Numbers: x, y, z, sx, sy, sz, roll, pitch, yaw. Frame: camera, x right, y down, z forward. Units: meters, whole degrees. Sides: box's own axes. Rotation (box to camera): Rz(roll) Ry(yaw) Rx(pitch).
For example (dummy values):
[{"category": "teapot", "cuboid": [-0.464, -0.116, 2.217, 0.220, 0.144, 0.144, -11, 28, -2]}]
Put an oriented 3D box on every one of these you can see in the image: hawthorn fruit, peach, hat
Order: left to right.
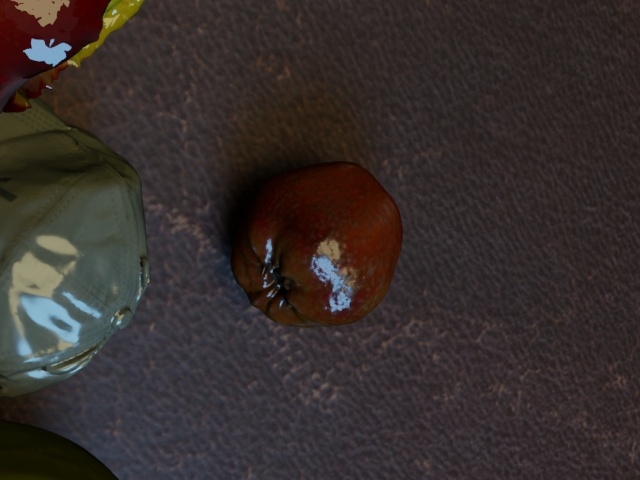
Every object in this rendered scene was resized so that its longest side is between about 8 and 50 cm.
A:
[{"category": "hat", "cuboid": [-0.242, -0.016, 0.842, 0.245, 0.149, 0.214, 38, 77, -43]}, {"category": "peach", "cuboid": [-0.179, -0.176, 0.813, 0.226, 0.196, 0.189, 2, 119, -35]}, {"category": "hawthorn fruit", "cuboid": [0.000, 0.000, 1.007, 0.138, 0.133, 0.132, -40, 119, -39]}]

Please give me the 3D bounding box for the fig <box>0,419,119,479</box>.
[{"category": "fig", "cuboid": [-0.245, 0.217, 0.814, 0.271, 0.239, 0.239, 44, 75, -38]}]
